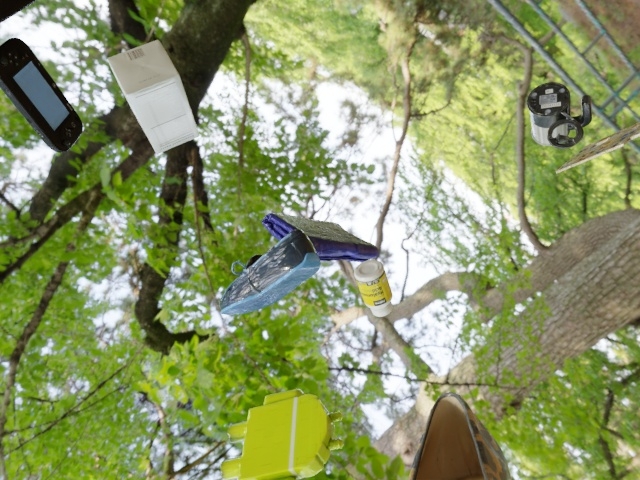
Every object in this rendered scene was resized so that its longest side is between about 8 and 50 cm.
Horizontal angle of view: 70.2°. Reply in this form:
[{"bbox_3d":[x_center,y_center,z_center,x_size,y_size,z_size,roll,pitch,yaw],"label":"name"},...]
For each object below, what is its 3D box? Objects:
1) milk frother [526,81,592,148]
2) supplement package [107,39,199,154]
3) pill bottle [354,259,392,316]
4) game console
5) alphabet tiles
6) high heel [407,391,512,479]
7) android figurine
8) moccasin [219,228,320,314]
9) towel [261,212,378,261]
[{"bbox_3d":[0.520,-0.248,1.007,0.129,0.143,0.134,19,172,33],"label":"milk frother"},{"bbox_3d":[-0.430,-0.368,1.199,0.139,0.244,0.134,-27,-110,-14],"label":"supplement package"},{"bbox_3d":[0.117,0.104,0.970,0.065,0.065,0.116,-94,-16,-58],"label":"pill bottle"},{"bbox_3d":[-0.537,-0.330,0.797,0.044,0.361,0.213,0,-133,20],"label":"game console"},{"bbox_3d":[0.698,-0.238,1.062,0.198,0.237,0.009,-31,-88,-35],"label":"alphabet tiles"},{"bbox_3d":[0.058,0.144,0.249,0.261,0.093,0.186,51,-154,-44],"label":"high heel"},{"bbox_3d":[-0.080,0.430,0.980,0.248,0.272,0.056,-91,-21,-54],"label":"android figurine"},{"bbox_3d":[-0.131,0.086,1.145,0.137,0.342,0.117,11,-126,-52],"label":"moccasin"},{"bbox_3d":[0.000,0.000,1.355,0.308,0.076,0.227,7,-162,-46],"label":"towel"}]
